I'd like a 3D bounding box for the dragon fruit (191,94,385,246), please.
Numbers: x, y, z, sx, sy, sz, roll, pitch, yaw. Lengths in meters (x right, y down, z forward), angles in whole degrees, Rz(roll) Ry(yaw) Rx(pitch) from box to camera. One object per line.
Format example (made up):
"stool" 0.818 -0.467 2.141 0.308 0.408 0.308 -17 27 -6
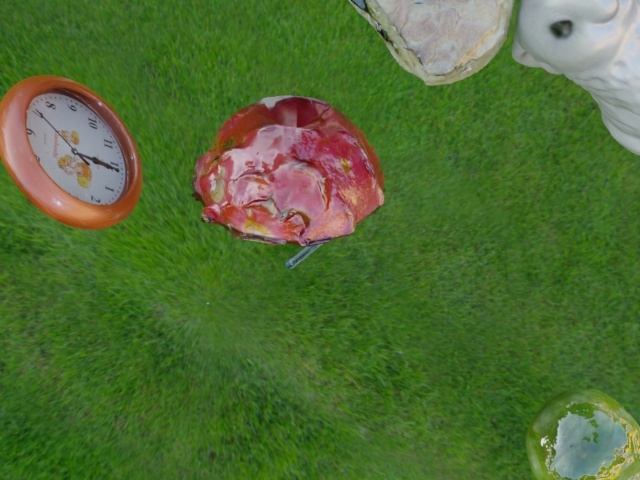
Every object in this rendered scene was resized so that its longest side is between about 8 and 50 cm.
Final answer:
"dragon fruit" -0.051 -0.091 0.953 0.262 0.163 0.189 0 95 7

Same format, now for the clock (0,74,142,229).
"clock" -0.307 -0.109 0.927 0.051 0.205 0.205 -24 89 30

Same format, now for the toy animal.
"toy animal" 0.375 -0.229 0.912 0.357 0.258 0.194 25 109 -23

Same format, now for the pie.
"pie" 0.125 -0.285 0.821 0.185 0.052 0.218 -39 96 -9

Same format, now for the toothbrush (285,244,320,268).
"toothbrush" 0.000 0.000 1.119 0.019 0.219 0.016 -2 70 -30

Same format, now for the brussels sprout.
"brussels sprout" 0.397 0.301 1.113 0.181 0.144 0.161 -8 77 -27
